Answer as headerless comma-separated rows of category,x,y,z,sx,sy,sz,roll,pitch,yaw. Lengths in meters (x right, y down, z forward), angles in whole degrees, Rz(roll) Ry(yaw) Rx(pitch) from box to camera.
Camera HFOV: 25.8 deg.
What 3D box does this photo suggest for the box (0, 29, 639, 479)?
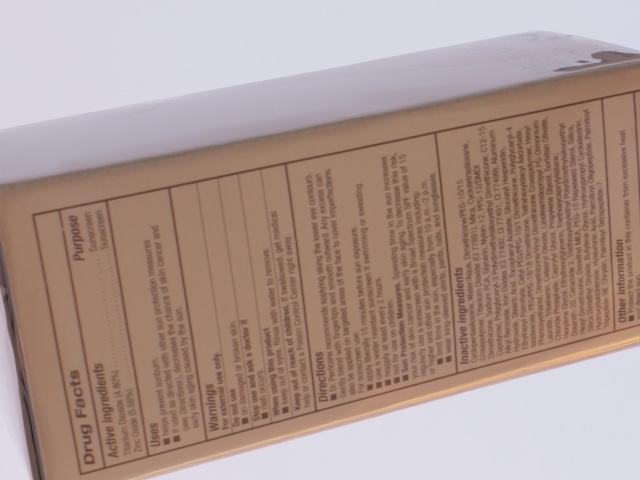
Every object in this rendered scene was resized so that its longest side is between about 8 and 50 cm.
box,0.000,0.000,0.652,0.121,0.311,0.148,-145,-133,-64
